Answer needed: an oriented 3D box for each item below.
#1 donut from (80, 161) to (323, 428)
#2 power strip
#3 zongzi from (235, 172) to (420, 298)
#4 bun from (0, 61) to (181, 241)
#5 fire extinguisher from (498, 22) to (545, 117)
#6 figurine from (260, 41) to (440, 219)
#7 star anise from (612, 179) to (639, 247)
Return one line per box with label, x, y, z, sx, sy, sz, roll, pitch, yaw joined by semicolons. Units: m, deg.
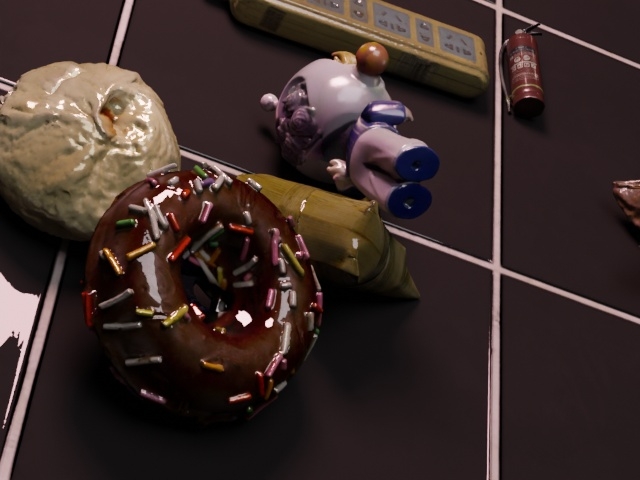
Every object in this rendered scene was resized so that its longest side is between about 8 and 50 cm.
donut;-0.111;0.049;1.615;0.270;0.103;0.269;18;60;-34
power strip;0.038;-0.276;2.080;0.387;0.066;0.092;16;43;-17
zongzi;-0.003;0.000;1.811;0.205;0.204;0.094;17;81;27
bun;-0.240;-0.099;1.704;0.220;0.134;0.220;17;48;-20
fire extinguisher;0.270;-0.229;2.189;0.064;0.043;0.158;-13;45;14
figurine;0.036;-0.102;1.829;0.133;0.194;0.274;-3;45;-23
star anise;0.524;-0.011;2.057;0.332;0.117;0.331;5;42;-5
